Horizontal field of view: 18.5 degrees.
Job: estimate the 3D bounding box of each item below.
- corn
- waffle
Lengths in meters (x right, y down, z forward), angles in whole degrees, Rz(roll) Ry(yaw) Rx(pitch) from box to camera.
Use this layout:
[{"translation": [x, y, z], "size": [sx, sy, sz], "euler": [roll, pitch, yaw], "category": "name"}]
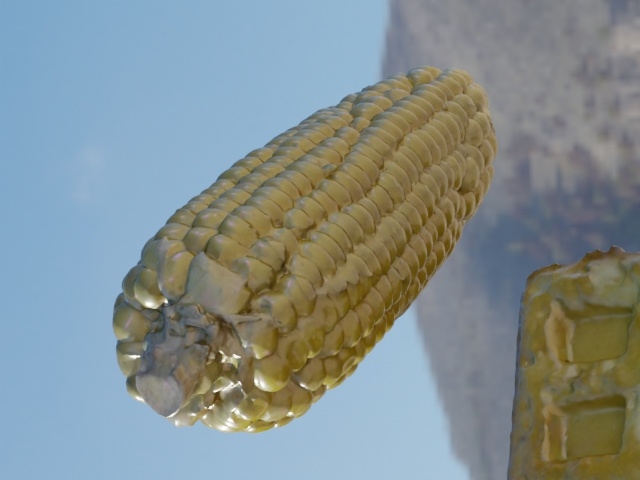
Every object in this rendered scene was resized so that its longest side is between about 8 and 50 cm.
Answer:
[{"translation": [0.000, 0.000, 1.089], "size": [0.347, 0.130, 0.130], "euler": [-42, -50, -52], "category": "corn"}, {"translation": [0.177, 0.130, 1.084], "size": [0.057, 0.168, 0.274], "euler": [29, -121, -38], "category": "waffle"}]
